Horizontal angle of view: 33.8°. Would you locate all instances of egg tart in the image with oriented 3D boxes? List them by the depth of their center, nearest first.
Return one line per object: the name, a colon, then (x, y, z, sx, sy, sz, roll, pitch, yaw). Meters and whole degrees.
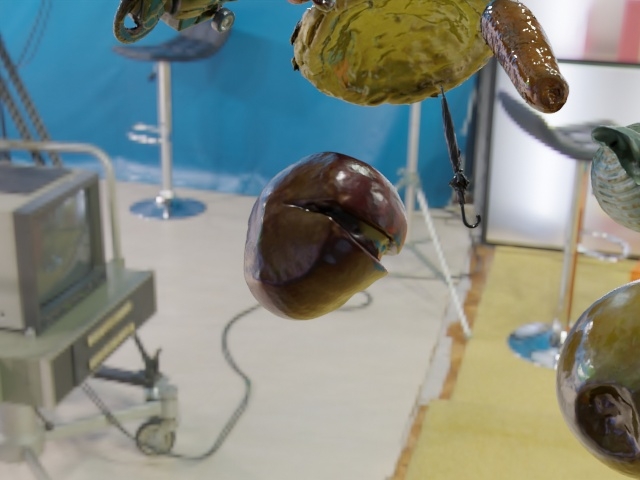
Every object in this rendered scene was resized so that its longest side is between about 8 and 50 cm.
egg tart: (0.112, -0.332, 1.595, 0.345, 0.345, 0.132, -4, 63, -14)

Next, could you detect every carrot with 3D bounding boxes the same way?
carrot: (0.207, -0.186, 1.059, 0.060, 0.060, 0.186, -3, 40, -11)

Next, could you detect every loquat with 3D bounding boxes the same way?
loquat: (0.317, 0.121, 0.956, 0.179, 0.179, 0.227, 20, 29, 41)

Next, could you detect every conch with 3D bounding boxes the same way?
conch: (0.326, -0.056, 1.047, 0.153, 0.102, 0.135, -3, 45, -27)

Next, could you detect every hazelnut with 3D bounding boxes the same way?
hazelnut: (0.000, 0.000, 1.227, 0.178, 0.204, 0.178, 29, -9, 5)

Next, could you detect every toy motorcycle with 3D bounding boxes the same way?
toy motorcycle: (-0.127, -0.329, 1.190, 0.125, 0.187, 0.275, 37, 42, 17)

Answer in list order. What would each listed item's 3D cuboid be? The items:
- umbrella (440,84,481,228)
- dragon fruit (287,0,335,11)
umbrella: (0.132, -0.083, 1.049, 0.022, 0.148, 0.022, -14, -7, -10)
dragon fruit: (-0.043, -0.299, 0.958, 0.150, 0.133, 0.207, -38, 54, 1)
